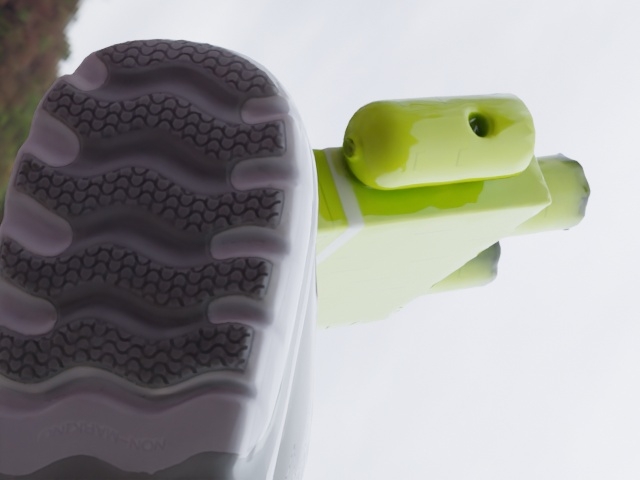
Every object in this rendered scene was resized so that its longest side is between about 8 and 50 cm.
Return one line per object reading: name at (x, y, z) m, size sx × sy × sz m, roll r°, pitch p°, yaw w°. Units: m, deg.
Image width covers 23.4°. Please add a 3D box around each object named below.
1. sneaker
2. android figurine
sneaker at (-0.046, 0.097, 0.401) m, size 0.115 × 0.105 × 0.281 m, roll 46°, pitch 60°, yaw -71°
android figurine at (0.000, 0.000, 0.792) m, size 0.248 × 0.272 × 0.056 m, roll -41°, pitch -119°, yaw 53°
